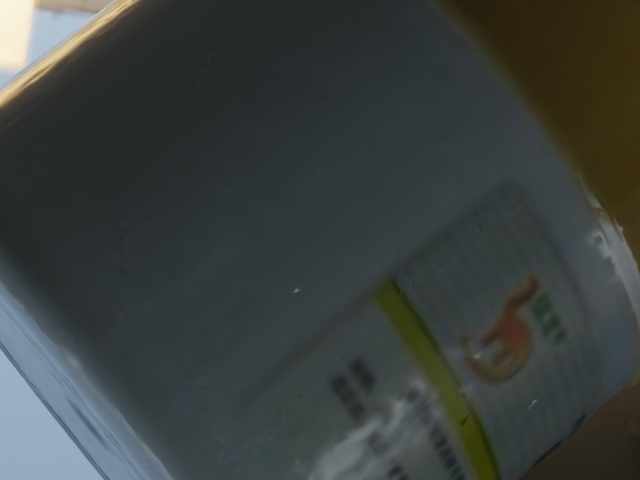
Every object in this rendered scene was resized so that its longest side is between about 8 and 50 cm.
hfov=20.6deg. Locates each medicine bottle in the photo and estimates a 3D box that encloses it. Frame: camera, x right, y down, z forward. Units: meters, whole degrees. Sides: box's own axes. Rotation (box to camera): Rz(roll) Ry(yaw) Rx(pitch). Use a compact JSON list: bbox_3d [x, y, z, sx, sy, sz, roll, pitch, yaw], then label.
[{"bbox_3d":[0.000,0.000,0.662,0.232,0.238,0.238,-39,-136,-12],"label":"medicine bottle"}]
